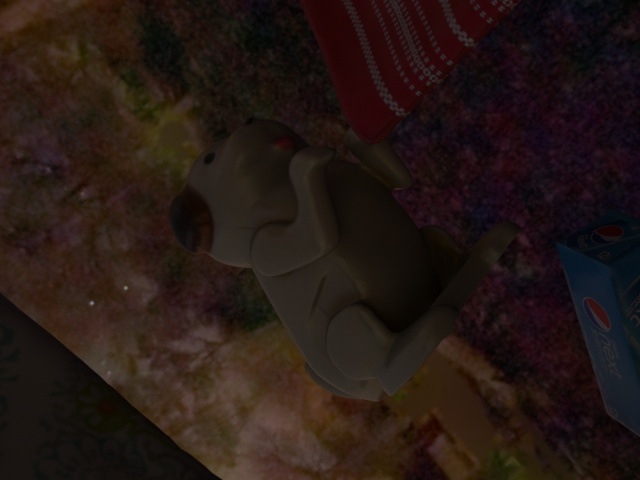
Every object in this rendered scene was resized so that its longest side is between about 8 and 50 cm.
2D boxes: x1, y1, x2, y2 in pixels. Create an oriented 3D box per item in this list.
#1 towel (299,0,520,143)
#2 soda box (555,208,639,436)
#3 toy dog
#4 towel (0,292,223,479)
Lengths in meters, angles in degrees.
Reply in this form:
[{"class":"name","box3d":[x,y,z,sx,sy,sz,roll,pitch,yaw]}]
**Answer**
[{"class":"towel","box3d":[0.080,-0.212,0.427,0.031,0.275,0.199,11,-131,-37]},{"class":"soda box","box3d":[0.288,0.082,0.651,0.210,0.067,0.071,65,170,-23]},{"class":"toy dog","box3d":[0.000,0.000,0.977,0.408,0.284,0.395,40,145,9]},{"class":"towel","box3d":[-0.235,0.199,0.442,0.374,0.090,0.320,41,-140,1]}]
